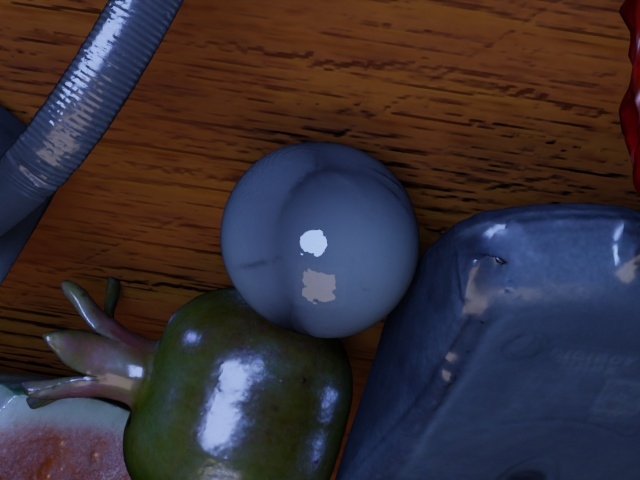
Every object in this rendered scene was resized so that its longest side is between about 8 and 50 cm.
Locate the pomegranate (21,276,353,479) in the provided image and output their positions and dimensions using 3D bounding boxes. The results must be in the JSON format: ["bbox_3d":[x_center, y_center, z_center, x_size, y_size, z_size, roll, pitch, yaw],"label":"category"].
[{"bbox_3d":[-0.079,0.096,0.760,0.191,0.152,0.131,17,179,-4],"label":"pomegranate"}]

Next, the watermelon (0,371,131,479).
[{"bbox_3d":[-0.187,0.211,0.886,0.224,0.180,0.305,-10,134,32],"label":"watermelon"}]

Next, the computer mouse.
[{"bbox_3d":[0.114,0.088,0.727,0.188,0.122,0.371,6,137,-13],"label":"computer mouse"}]

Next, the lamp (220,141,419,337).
[{"bbox_3d":[0.000,0.000,0.654,0.105,0.105,0.105,5,141,4],"label":"lamp"}]

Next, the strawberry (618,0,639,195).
[{"bbox_3d":[0.250,-0.098,0.398,0.292,0.310,0.292,11,176,1],"label":"strawberry"}]

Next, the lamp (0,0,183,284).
[{"bbox_3d":[-0.158,-0.102,0.554,0.203,0.124,0.283,38,131,-18],"label":"lamp"}]
